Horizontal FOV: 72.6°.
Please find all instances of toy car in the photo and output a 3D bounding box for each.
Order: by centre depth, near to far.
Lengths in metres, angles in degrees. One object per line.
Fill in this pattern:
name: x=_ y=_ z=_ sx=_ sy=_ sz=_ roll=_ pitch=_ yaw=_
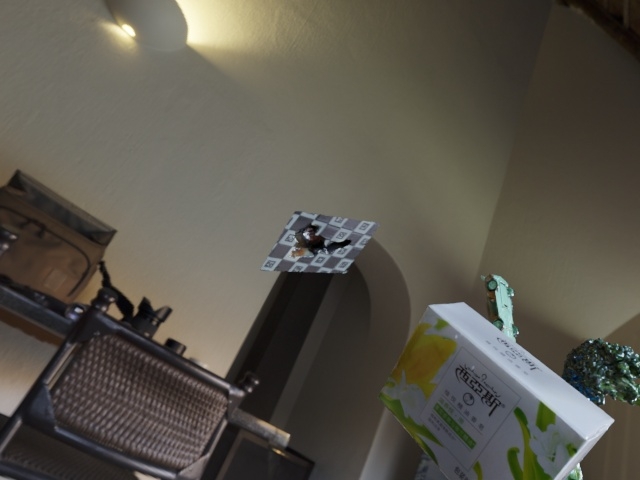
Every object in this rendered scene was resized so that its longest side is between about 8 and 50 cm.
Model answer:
toy car: x=0.298 y=0.116 z=0.722 sx=0.059 sy=0.122 sz=0.035 roll=25 pitch=-32 yaw=-37

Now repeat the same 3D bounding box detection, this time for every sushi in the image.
sushi: x=0.000 y=0.000 z=0.773 sx=0.200 sy=0.031 sz=0.139 roll=6 pitch=-50 yaw=-39

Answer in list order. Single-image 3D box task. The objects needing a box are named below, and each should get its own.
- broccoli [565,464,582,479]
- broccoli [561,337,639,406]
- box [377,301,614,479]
broccoli: x=0.751 y=0.773 z=1.352 sx=0.297 sy=0.298 sz=0.297 roll=15 pitch=-17 yaw=5
broccoli: x=0.566 y=0.270 z=0.856 sx=0.160 sy=0.154 sz=0.167 roll=31 pitch=-64 yaw=1
box: x=0.233 y=0.243 z=0.636 sx=0.111 sy=0.195 sz=0.260 roll=5 pitch=26 yaw=-40
